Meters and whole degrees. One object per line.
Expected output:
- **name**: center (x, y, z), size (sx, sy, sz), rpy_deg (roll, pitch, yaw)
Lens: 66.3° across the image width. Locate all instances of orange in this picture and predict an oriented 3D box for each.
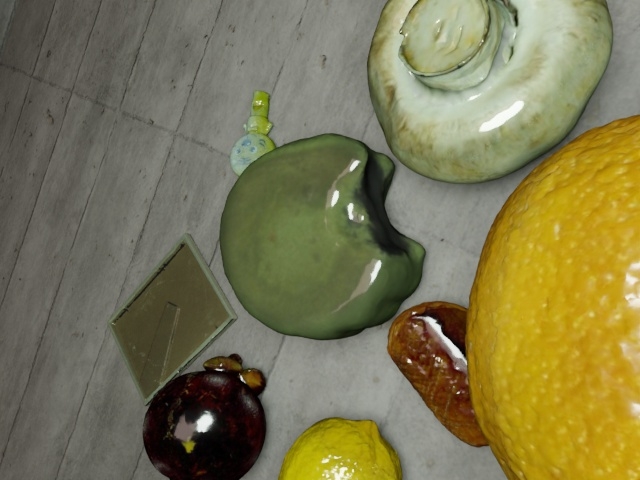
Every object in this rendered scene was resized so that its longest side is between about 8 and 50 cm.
- **orange**: center (0.274, 0.081, 0.388), size (0.322, 0.322, 0.357), rpy_deg (14, 80, 32)

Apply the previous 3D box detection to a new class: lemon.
- **lemon**: center (0.029, 0.388, 0.776), size (0.192, 0.192, 0.231), rpy_deg (34, 95, 30)

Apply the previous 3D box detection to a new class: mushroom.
- **mushroom**: center (0.218, -0.256, 0.701), size (0.352, 0.260, 0.352), rpy_deg (-7, 78, 36)

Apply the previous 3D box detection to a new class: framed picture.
- **framed picture**: center (-0.353, 0.183, 1.131), size (0.335, 0.022, 0.247), rpy_deg (-45, 64, 19)

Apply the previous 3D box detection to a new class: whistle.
- **whistle**: center (-0.134, -0.218, 1.035), size (0.104, 0.057, 0.198), rpy_deg (0, 77, 21)

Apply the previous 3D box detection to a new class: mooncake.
- **mooncake**: center (0.000, 0.000, 0.846), size (0.351, 0.187, 0.351), rpy_deg (-3, 84, 27)

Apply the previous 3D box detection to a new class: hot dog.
- **hot dog**: center (0.205, 0.196, 0.744), size (0.160, 0.099, 0.227), rpy_deg (-40, 71, 20)

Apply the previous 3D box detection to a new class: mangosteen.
- **mangosteen**: center (-0.206, 0.328, 0.929), size (0.228, 0.228, 0.265), rpy_deg (-16, 38, 29)
